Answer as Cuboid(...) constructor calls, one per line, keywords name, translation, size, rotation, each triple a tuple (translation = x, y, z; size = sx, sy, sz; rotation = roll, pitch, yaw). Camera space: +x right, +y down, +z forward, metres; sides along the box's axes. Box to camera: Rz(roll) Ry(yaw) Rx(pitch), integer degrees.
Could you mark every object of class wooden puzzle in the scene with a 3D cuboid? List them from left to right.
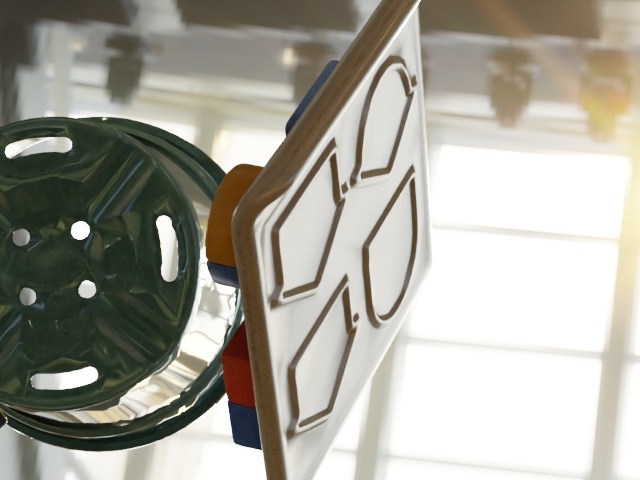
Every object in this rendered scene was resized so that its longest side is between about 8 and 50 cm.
Cuboid(name="wooden puzzle", translation=(0.000, 0.000, 1.469), size=(0.081, 0.322, 0.347), rotation=(15, -48, 17))

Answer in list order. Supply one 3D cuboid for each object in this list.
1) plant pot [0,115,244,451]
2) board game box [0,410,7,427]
Cuboid(name="plant pot", translation=(-0.224, 0.032, 1.795), size=(0.341, 0.341, 0.334), rotation=(7, -4, 1))
Cuboid(name="board game box", translation=(-0.282, 0.083, 1.140), size=(0.170, 0.141, 0.048), rotation=(-26, 10, 43))
